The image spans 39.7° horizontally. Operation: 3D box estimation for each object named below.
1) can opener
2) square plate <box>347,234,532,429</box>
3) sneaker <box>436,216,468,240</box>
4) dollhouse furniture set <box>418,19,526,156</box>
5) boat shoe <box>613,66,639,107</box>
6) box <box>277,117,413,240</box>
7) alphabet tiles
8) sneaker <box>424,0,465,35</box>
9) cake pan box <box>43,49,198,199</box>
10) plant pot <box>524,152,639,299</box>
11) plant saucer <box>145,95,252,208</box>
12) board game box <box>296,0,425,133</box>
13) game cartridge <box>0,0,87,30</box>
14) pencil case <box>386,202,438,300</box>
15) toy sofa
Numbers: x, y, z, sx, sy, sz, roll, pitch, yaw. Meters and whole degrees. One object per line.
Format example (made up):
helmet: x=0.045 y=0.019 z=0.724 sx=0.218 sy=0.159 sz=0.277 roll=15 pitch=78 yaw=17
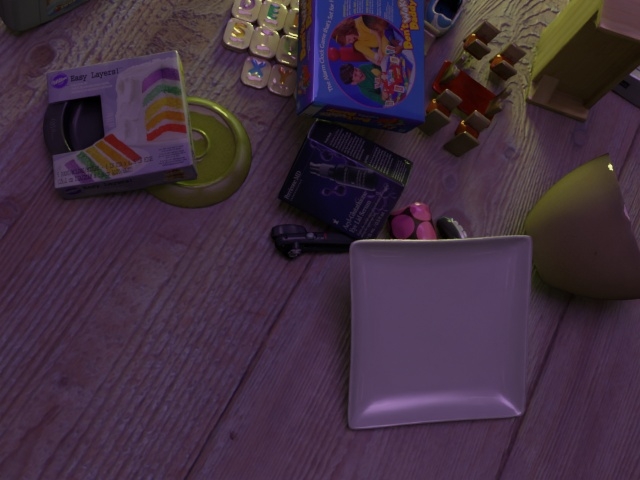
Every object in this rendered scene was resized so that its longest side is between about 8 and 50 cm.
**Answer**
can opener: x=0.000 y=0.000 z=1.682 sx=0.186 sy=0.059 sz=0.073 roll=2 pitch=69 yaw=-12
square plate: x=0.213 y=0.162 z=1.611 sx=0.347 sy=0.049 sz=0.344 roll=-2 pitch=99 yaw=-13
sneaker: x=0.259 y=0.032 z=1.730 sx=0.076 sy=0.065 sz=0.166 roll=-21 pitch=73 yaw=-14
dollhouse furniture set: x=0.265 y=-0.338 z=1.856 sx=0.259 sy=0.135 sz=0.262 roll=35 pitch=66 yaw=-11
boat shoe: x=0.660 y=-0.404 z=1.969 sx=0.267 sy=0.096 sz=0.088 roll=34 pitch=62 yaw=0
box: x=0.047 y=-0.113 z=1.670 sx=0.207 sy=0.153 sz=0.108 roll=26 pitch=34 yaw=-1
alphabet tiles: x=-0.055 y=-0.421 z=1.851 sx=0.284 sy=0.021 sz=0.278 roll=17 pitch=67 yaw=-6
sneaker: x=0.292 y=-0.549 z=1.936 sx=0.085 sy=0.086 sz=0.237 roll=31 pitch=68 yaw=-24
cake pan box: x=-0.375 y=-0.215 z=1.646 sx=0.267 sy=0.070 sz=0.245 roll=-9 pitch=70 yaw=0
plant pot: x=0.506 y=-0.004 z=1.713 sx=0.191 sy=0.284 sz=0.284 roll=-18 pitch=71 yaw=19
plant saucer: x=-0.249 y=-0.180 z=1.705 sx=0.241 sy=0.037 sz=0.241 roll=4 pitch=68 yaw=-11
board game box: x=0.078 y=-0.394 z=1.675 sx=0.233 sy=0.078 sz=0.347 roll=7 pitch=77 yaw=-23
game cartridge: x=-0.478 y=-0.516 z=1.692 sx=0.297 sy=0.198 sz=0.062 roll=-37 pitch=81 yaw=-22
pencil case: x=0.183 y=0.038 z=1.697 sx=0.098 sy=0.095 sz=0.209 roll=-20 pitch=67 yaw=28
toy sofa: x=0.566 y=-0.402 z=1.801 sx=0.150 sy=0.362 sz=0.177 roll=18 pitch=72 yaw=-5
